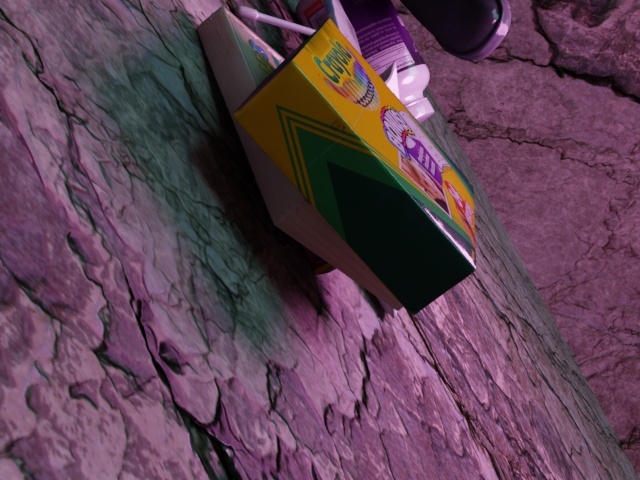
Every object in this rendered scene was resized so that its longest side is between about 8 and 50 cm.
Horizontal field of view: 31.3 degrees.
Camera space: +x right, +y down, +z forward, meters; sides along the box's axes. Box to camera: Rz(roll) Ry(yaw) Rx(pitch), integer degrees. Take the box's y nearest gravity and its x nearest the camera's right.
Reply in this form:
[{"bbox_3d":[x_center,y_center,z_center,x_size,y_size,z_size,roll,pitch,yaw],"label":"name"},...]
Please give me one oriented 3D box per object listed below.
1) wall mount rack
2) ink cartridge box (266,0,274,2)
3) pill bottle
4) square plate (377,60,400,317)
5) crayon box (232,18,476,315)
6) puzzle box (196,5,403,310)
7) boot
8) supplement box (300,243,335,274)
[{"bbox_3d":[-0.025,-0.361,1.978,0.304,0.130,0.350,55,15,-37],"label":"wall mount rack"},{"bbox_3d":[-0.130,-0.571,2.152,0.224,0.045,0.223,56,15,-19],"label":"ink cartridge box"},{"bbox_3d":[0.096,-0.366,2.268,0.323,0.181,0.181,62,14,2],"label":"pill bottle"},{"bbox_3d":[0.102,-0.092,1.821,0.347,0.049,0.344,-64,149,-72],"label":"square plate"},{"bbox_3d":[0.060,-0.109,1.438,0.313,0.106,0.363,49,17,-9],"label":"crayon box"},{"bbox_3d":[-0.018,-0.116,1.529,0.272,0.052,0.409,34,24,-44],"label":"puzzle box"},{"bbox_3d":[0.088,-0.501,2.035,0.445,0.146,0.367,21,22,-32],"label":"boot"},{"bbox_3d":[0.000,0.000,1.525,0.083,0.043,0.055,62,16,6],"label":"supplement box"}]
